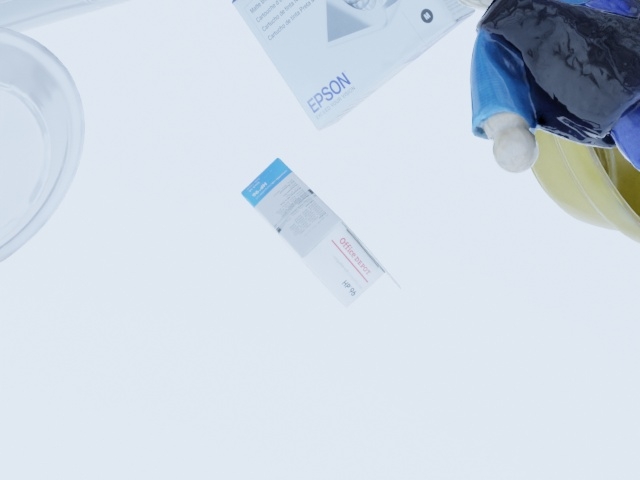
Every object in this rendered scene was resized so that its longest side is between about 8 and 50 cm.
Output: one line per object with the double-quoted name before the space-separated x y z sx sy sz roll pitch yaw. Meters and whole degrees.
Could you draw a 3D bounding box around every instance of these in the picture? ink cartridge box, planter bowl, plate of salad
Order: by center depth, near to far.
"ink cartridge box" 0.000 0.000 0.853 0.083 0.028 0.048 45 -2 46
"plate of salad" -0.246 -0.054 1.099 0.048 0.200 0.199 47 -26 42
"planter bowl" 0.208 -0.078 1.231 0.090 0.217 0.217 -24 -66 41
"ink cartridge box" 0.011 -0.255 1.688 0.223 0.045 0.224 -37 -95 42

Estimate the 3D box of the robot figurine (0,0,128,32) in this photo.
"robot figurine" -0.301 -0.316 1.739 0.354 0.300 0.199 -12 -62 19

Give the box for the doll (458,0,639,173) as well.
"doll" 0.111 -0.061 0.562 0.189 0.129 0.046 36 -22 37
